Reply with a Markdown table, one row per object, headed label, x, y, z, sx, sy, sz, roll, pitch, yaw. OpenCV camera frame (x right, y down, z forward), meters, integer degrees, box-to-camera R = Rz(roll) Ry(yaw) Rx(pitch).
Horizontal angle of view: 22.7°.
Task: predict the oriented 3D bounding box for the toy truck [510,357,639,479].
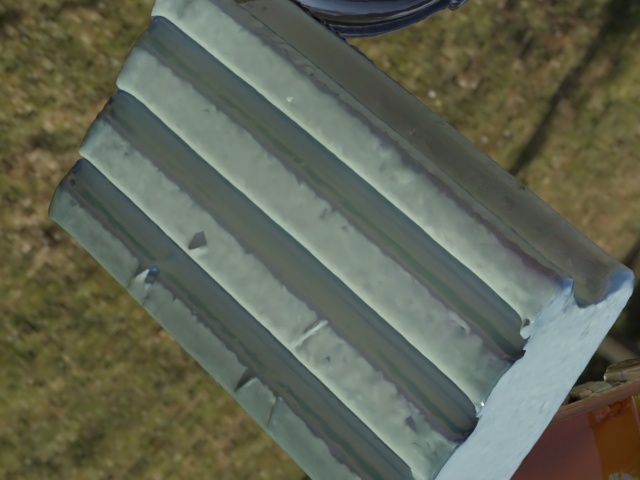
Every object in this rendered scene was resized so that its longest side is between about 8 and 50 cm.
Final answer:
| label | x | y | z | sx | sy | sz | roll | pitch | yaw |
| --- | --- | --- | --- | --- | --- | --- | --- | --- | --- |
| toy truck | 0.218 | 0.157 | 1.218 | 0.270 | 0.135 | 0.114 | -16 | 93 | -32 |

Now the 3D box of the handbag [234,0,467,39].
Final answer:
| label | x | y | z | sx | sy | sz | roll | pitch | yaw |
| --- | --- | --- | --- | --- | --- | --- | --- | --- | --- |
| handbag | 0.042 | -0.273 | 1.027 | 0.308 | 0.254 | 0.093 | -42 | -168 | -6 |

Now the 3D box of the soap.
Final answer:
| label | x | y | z | sx | sy | sz | roll | pitch | yaw |
| --- | --- | --- | --- | --- | --- | --- | --- | --- | --- |
| soap | 0.000 | 0.000 | 0.727 | 0.094 | 0.261 | 0.150 | 4 | 123 | -54 |
